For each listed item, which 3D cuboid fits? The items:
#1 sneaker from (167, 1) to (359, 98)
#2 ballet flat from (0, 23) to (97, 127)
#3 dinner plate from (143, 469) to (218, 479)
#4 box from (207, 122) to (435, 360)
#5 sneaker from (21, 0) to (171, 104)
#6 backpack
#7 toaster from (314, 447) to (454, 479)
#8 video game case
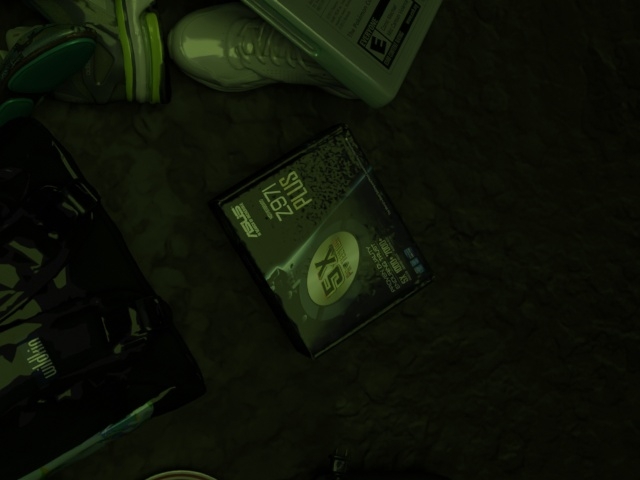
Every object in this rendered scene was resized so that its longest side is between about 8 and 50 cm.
[{"bbox_3d":[-0.026,-0.188,1.001,0.232,0.115,0.090,0,90,-14],"label":"sneaker"},{"bbox_3d":[-0.264,-0.149,0.921,0.070,0.188,0.070,30,42,-32],"label":"ballet flat"},{"bbox_3d":[-0.140,0.292,1.027,0.141,0.017,0.141,0,90,-14],"label":"dinner plate"},{"bbox_3d":[0.000,0.000,1.029,0.147,0.077,0.180,-32,98,-11],"label":"box"},{"bbox_3d":[-0.220,-0.262,0.958,0.121,0.111,0.300,-13,92,-10],"label":"sneaker"},{"bbox_3d":[-0.330,0.111,0.874,0.355,0.273,0.290,-38,100,-30],"label":"backpack"},{"bbox_3d":[0.070,0.312,1.027,0.146,0.129,0.227,2,88,-18],"label":"toaster"},{"bbox_3d":[0.006,-0.329,0.973,0.300,0.036,0.329,37,59,-18],"label":"video game case"}]
